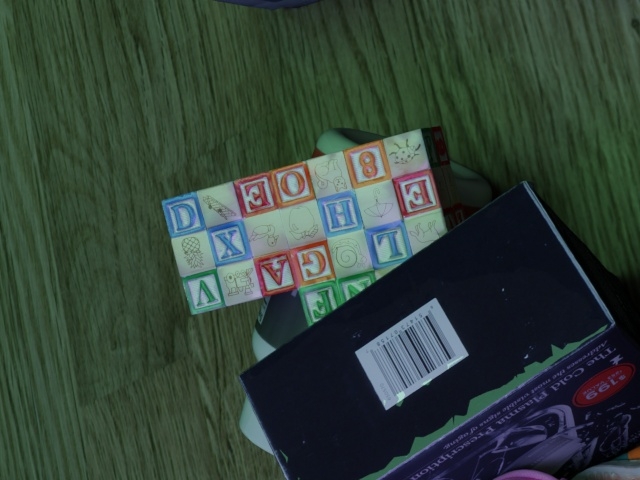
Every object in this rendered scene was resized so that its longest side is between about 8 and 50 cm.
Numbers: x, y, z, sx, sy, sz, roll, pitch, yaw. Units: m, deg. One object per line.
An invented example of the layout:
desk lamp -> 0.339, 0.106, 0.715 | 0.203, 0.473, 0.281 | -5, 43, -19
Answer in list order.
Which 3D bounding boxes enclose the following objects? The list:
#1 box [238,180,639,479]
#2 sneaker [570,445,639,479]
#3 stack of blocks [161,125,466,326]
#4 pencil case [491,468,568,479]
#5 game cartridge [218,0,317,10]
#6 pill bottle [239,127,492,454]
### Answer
box -> 0.155, 0.149, 1.649 | 0.343, 0.312, 0.179 | -35, 61, 12
sneaker -> 0.365, 0.238, 1.649 | 0.302, 0.121, 0.108 | -37, 74, 47
stack of blocks -> 0.000, 0.000, 1.751 | 0.297, 0.087, 0.171 | -14, 91, 19
pencil case -> 0.200, 0.415, 1.651 | 0.160, 0.167, 0.386 | -93, 5, -56
game cartridge -> -0.083, -0.338, 2.011 | 0.198, 0.297, 0.062 | -15, 78, 41
pill bottle -> 0.044, 0.071, 1.901 | 0.210, 0.210, 0.362 | 29, 105, 42
